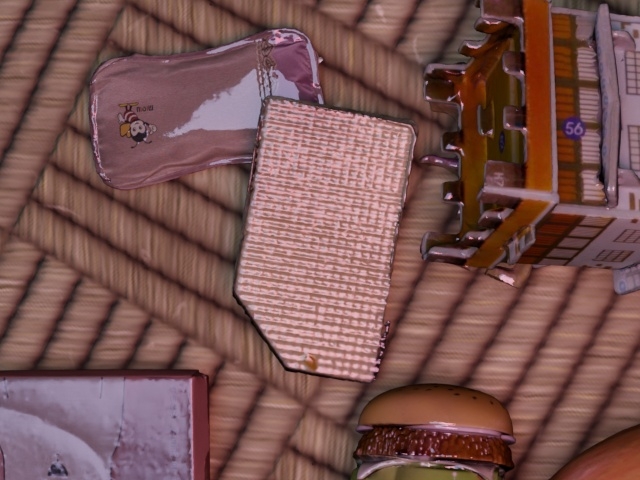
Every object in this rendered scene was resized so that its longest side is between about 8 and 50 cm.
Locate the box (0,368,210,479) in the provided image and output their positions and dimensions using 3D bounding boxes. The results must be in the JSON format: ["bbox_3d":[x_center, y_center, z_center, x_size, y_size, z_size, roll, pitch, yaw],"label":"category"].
[{"bbox_3d":[-0.206,0.228,1.771,0.215,0.086,0.215,-1,91,10],"label":"box"}]

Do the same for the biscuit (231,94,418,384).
[{"bbox_3d":[0.000,0.000,1.734,0.150,0.052,0.252,8,97,-2],"label":"biscuit"}]

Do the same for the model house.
[{"bbox_3d":[0.210,-0.088,1.590,0.215,0.198,0.224,6,69,-14],"label":"model house"}]

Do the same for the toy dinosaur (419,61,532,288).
[{"bbox_3d":[0.201,-0.050,1.703,0.251,0.072,0.200,21,84,19],"label":"toy dinosaur"}]

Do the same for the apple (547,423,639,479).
[{"bbox_3d":[0.316,0.336,1.534,0.391,0.391,0.346,46,103,6],"label":"apple"}]

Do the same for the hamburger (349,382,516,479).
[{"bbox_3d":[0.103,0.197,1.685,0.175,0.175,0.137,3,78,10],"label":"hamburger"}]

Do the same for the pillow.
[{"bbox_3d":[-0.108,-0.124,1.768,0.232,0.038,0.131,-8,93,10],"label":"pillow"}]
